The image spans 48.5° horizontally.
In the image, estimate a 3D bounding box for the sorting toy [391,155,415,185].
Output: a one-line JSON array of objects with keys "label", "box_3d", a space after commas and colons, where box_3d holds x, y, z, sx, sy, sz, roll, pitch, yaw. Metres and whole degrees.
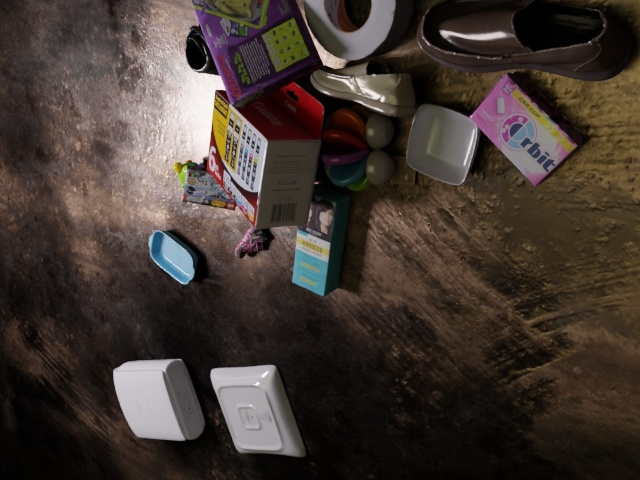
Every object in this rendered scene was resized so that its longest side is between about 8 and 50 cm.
[{"label": "sorting toy", "box_3d": [0.165, -0.149, 1.500, 0.083, 0.012, 0.062, 12, 112, 35]}]

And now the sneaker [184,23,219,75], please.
[{"label": "sneaker", "box_3d": [-0.206, -0.485, 1.574, 0.104, 0.147, 0.295, 43, 127, 20]}]

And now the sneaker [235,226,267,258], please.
[{"label": "sneaker", "box_3d": [-0.176, 0.014, 1.817, 0.057, 0.047, 0.119, 41, 130, 4]}]

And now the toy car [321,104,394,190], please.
[{"label": "toy car", "box_3d": [0.061, -0.190, 1.476, 0.159, 0.136, 0.181, 9, 106, 38]}]

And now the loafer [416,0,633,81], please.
[{"label": "loafer", "box_3d": [0.328, -0.362, 1.189, 0.366, 0.130, 0.133, 12, 82, 28]}]

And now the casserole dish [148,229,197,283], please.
[{"label": "casserole dish", "box_3d": [-0.413, 0.043, 2.017, 0.188, 0.037, 0.114, 34, 125, 23]}]

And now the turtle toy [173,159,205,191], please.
[{"label": "turtle toy", "box_3d": [-0.316, -0.164, 1.839, 0.130, 0.066, 0.095, 19, 141, 29]}]

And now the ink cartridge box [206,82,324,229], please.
[{"label": "ink cartridge box", "box_3d": [-0.129, -0.217, 1.555, 0.309, 0.130, 0.271, 46, 134, 49]}]

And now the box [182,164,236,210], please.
[{"label": "box", "box_3d": [-0.275, -0.132, 1.792, 0.137, 0.027, 0.093, 10, 120, -10]}]

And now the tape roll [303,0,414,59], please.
[{"label": "tape roll", "box_3d": [0.073, -0.473, 1.408, 0.219, 0.072, 0.219, 15, 115, 34]}]

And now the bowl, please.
[{"label": "bowl", "box_3d": [0.246, -0.193, 1.392, 0.142, 0.053, 0.142, 26, 122, 28]}]

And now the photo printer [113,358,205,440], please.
[{"label": "photo printer", "box_3d": [-0.522, 0.499, 2.233, 0.308, 0.107, 0.256, -9, 101, 40]}]

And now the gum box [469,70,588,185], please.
[{"label": "gum box", "box_3d": [0.370, -0.206, 1.282, 0.188, 0.062, 0.107, 49, 129, 13]}]

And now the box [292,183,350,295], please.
[{"label": "box", "box_3d": [0.000, 0.000, 1.657, 0.101, 0.060, 0.244, 22, 120, 30]}]

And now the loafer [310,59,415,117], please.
[{"label": "loafer", "box_3d": [0.091, -0.320, 1.434, 0.269, 0.102, 0.092, 27, 111, 36]}]

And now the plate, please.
[{"label": "plate", "box_3d": [-0.190, 0.492, 2.011, 0.278, 0.045, 0.277, -12, 99, 40]}]

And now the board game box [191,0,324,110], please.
[{"label": "board game box", "box_3d": [-0.150, -0.471, 1.488, 0.208, 0.056, 0.346, -23, 78, 8]}]
